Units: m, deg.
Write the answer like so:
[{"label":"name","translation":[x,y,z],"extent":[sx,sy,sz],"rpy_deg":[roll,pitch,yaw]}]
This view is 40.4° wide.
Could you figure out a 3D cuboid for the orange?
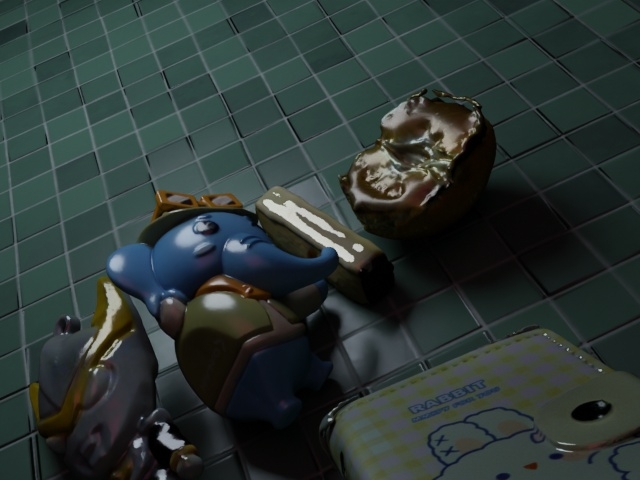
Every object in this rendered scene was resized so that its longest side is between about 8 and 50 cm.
[{"label":"orange","translation":[0.105,-0.068,0.880],"extent":[0.170,0.112,0.160],"rpy_deg":[-21,49,38]}]

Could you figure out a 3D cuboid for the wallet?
[{"label":"wallet","translation":[0.130,0.150,0.562],"extent":[0.223,0.077,0.309],"rpy_deg":[-17,10,-9]}]

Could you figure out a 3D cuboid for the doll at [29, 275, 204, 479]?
[{"label":"doll","translation":[-0.186,0.171,0.776],"extent":[0.103,0.145,0.316],"rpy_deg":[-8,39,-35]}]

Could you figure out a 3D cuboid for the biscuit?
[{"label":"biscuit","translation":[0.000,0.000,0.895],"extent":[0.052,0.056,0.188],"rpy_deg":[-41,44,-17]}]

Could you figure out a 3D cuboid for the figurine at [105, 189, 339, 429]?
[{"label":"figurine","translation":[-0.076,0.058,0.825],"extent":[0.180,0.154,0.262],"rpy_deg":[-35,60,-25]}]
